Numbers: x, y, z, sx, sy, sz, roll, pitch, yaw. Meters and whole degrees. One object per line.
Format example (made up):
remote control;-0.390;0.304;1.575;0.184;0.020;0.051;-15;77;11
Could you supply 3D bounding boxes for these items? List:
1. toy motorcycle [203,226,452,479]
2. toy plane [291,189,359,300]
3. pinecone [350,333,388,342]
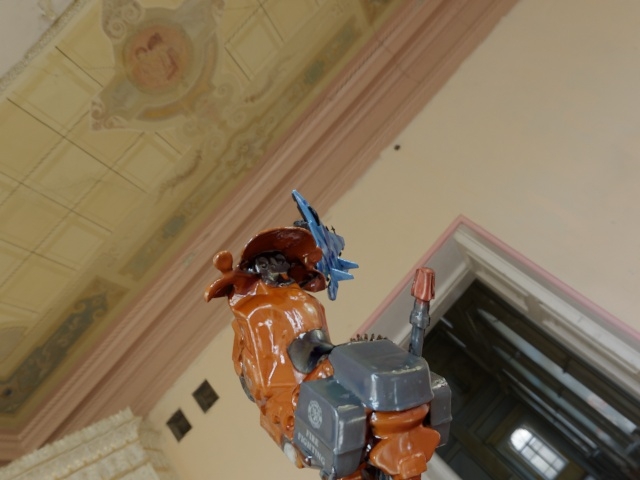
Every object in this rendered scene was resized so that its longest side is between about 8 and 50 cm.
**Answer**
toy motorcycle;-0.013;0.105;0.495;0.147;0.325;0.222;-3;-77;-33
toy plane;-0.007;0.002;1.062;0.246;0.078;0.169;55;-143;-21
pinecone;0.087;0.194;0.866;0.083;0.077;0.077;-18;-37;-5
